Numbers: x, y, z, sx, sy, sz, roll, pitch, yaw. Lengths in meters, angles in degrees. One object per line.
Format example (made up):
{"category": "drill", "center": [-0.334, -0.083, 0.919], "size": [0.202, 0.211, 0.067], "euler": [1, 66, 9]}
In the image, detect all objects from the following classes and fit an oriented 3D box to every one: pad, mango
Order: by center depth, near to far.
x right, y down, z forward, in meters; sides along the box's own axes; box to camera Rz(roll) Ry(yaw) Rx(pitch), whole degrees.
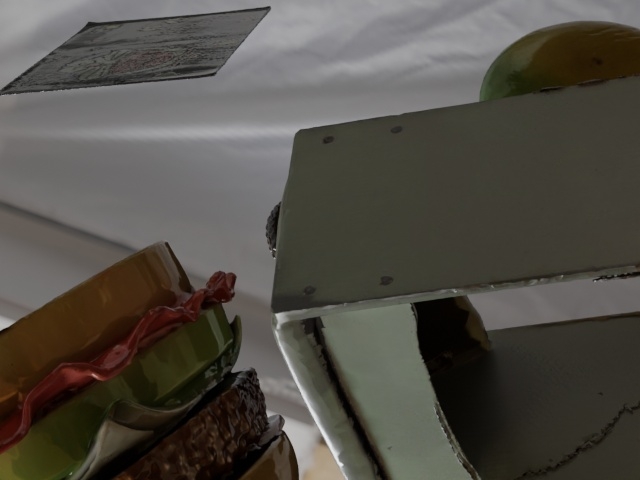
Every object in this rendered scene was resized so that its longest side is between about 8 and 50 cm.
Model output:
{"category": "pad", "center": [-0.141, -0.153, 1.167], "size": [0.245, 0.170, 0.006], "euler": [-68, -28, -68]}
{"category": "mango", "center": [0.261, -0.157, 1.463], "size": [0.091, 0.237, 0.137], "euler": [125, 144, -52]}

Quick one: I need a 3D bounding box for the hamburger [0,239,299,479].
{"category": "hamburger", "center": [-0.083, 0.091, 0.574], "size": [0.175, 0.137, 0.175], "euler": [-35, 1, 1]}

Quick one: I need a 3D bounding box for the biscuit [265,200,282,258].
{"category": "biscuit", "center": [0.000, 0.000, 1.151], "size": [0.027, 0.089, 0.087], "euler": [116, 172, -52]}

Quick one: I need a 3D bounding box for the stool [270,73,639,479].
{"category": "stool", "center": [0.128, 0.048, 0.991], "size": [0.244, 0.269, 0.170], "euler": [66, -158, -43]}
